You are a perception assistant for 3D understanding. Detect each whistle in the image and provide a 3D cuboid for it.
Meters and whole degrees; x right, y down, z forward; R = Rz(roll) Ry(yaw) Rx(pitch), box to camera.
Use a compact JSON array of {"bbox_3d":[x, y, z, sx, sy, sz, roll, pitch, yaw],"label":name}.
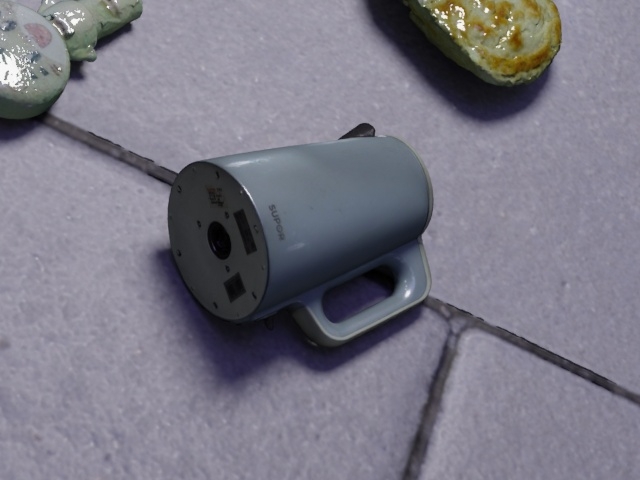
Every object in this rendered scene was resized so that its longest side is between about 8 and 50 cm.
[{"bbox_3d":[-0.283,-0.200,1.916,0.126,0.067,0.258,51,50,4],"label":"whistle"}]

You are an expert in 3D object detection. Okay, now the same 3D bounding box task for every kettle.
[{"bbox_3d":[0.000,0.000,1.869,0.243,0.160,0.210,-16,85,-37],"label":"kettle"}]

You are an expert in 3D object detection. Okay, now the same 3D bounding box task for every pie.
[{"bbox_3d":[0.166,-0.273,2.139,0.248,0.090,0.201,48,43,11],"label":"pie"}]
